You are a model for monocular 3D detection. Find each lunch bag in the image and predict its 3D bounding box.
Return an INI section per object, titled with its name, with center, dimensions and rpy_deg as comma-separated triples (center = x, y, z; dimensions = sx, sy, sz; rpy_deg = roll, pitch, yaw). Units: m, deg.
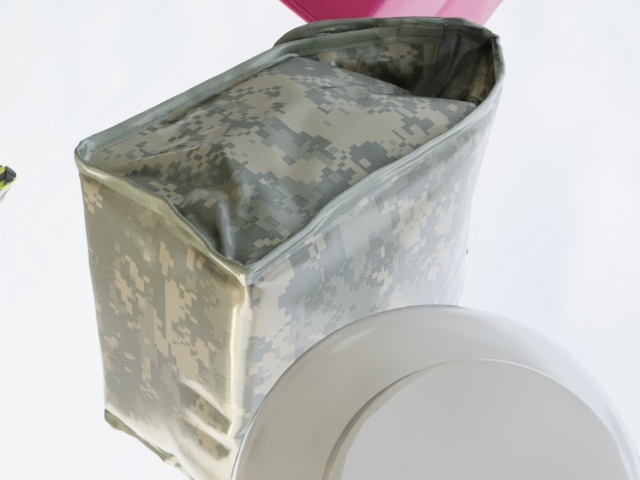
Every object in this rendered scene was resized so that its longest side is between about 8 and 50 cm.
[lunch bag]
center = 0.000, 0.000, 0.753
dimensions = 0.169, 0.235, 0.287
rpy_deg = 33, -131, 30

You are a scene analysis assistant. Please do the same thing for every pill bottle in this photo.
[pill bottle]
center = 0.036, 0.107, 0.452
dimensions = 0.146, 0.146, 0.264
rpy_deg = -60, 178, -13

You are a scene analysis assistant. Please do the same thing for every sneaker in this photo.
[sneaker]
center = -0.328, -0.039, 1.127
dimensions = 0.083, 0.031, 0.035
rpy_deg = -49, 171, -46

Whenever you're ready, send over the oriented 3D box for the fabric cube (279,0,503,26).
[fabric cube]
center = 0.057, -0.332, 1.186
dimensions = 0.254, 0.259, 0.258
rpy_deg = 41, -82, 21
